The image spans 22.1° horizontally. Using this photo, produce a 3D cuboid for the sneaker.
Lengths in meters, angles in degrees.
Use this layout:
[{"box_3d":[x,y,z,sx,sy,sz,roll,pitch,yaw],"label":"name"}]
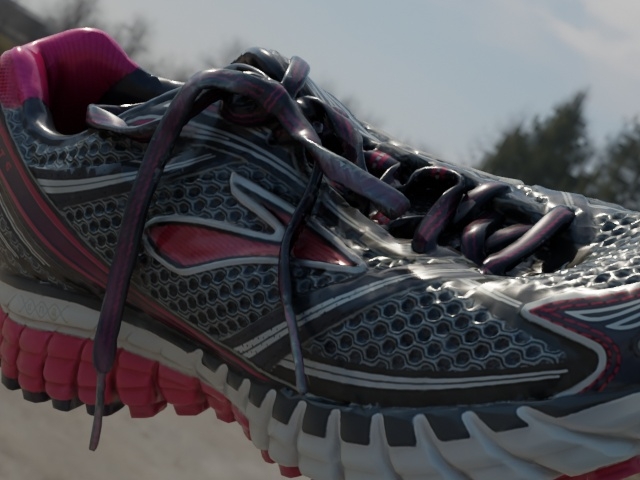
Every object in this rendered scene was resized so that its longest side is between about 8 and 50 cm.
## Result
[{"box_3d":[0.000,0.000,0.474,0.299,0.112,0.121,6,20,38],"label":"sneaker"}]
